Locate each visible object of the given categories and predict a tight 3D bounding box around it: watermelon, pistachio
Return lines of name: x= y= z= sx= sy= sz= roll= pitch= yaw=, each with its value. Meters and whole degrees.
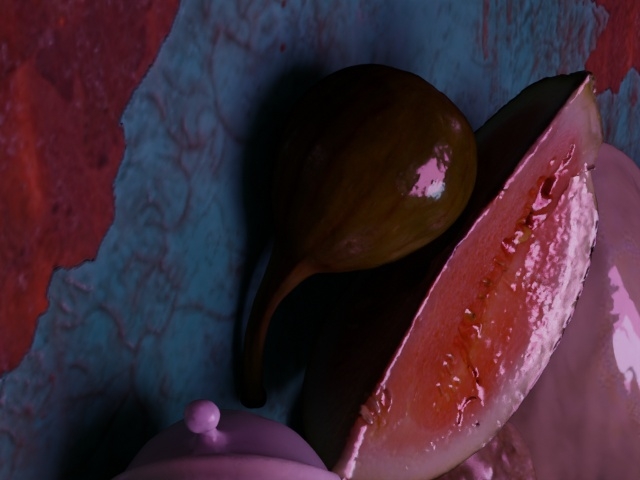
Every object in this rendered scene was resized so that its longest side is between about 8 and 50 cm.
watermelon: x=0.100 y=0.049 z=1.110 sx=0.128 sy=0.159 sz=0.303 roll=38 pitch=75 yaw=-12
pistachio: x=0.191 y=0.071 z=1.272 sx=0.226 sy=0.208 sz=0.331 roll=-36 pitch=121 yaw=-25

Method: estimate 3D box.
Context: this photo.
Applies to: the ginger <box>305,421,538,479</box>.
ginger: x=0.046 y=0.231 z=1.186 sx=0.221 sy=0.130 sz=0.275 roll=-24 pitch=114 yaw=-22

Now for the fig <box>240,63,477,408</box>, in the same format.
fig: x=0.000 y=0.000 z=1.050 sx=0.236 sy=0.124 sz=0.124 roll=-56 pitch=153 yaw=13

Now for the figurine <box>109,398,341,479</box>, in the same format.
figurine: x=-0.049 y=0.183 z=0.976 sx=0.236 sy=0.163 sz=0.141 roll=85 pitch=5 yaw=-52
